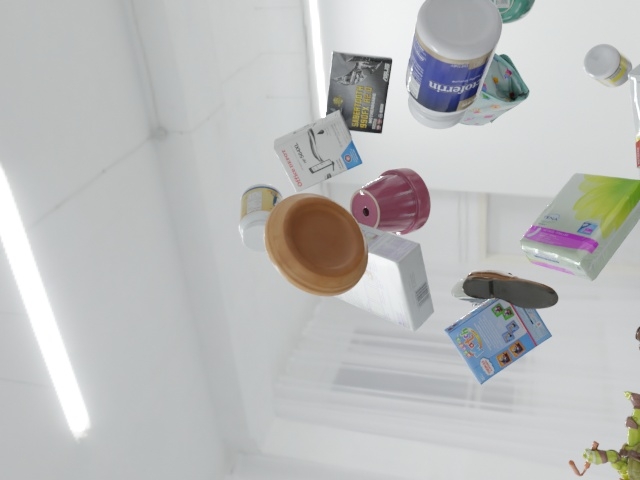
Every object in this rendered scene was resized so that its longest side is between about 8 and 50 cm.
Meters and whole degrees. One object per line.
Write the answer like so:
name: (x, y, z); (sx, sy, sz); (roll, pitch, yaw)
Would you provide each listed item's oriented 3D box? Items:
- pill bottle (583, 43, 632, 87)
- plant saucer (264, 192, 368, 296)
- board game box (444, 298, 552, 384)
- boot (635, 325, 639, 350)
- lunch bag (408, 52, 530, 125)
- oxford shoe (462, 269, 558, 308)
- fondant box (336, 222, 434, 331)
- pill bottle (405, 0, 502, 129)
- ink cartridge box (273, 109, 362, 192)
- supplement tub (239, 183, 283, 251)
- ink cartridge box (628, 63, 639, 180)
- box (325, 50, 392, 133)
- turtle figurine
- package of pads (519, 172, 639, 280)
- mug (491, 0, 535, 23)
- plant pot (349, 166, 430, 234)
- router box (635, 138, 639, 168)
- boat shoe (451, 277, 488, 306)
pill bottle: (0.979, -0.586, 2.349); (0.215, 0.117, 0.117); (1, -87, -52)
plant saucer: (0.000, 0.000, 1.214); (0.037, 0.200, 0.200); (-45, 23, 52)
board game box: (0.428, 0.223, 1.675); (0.160, 0.211, 0.039); (57, 178, -11)
boot: (0.915, 0.287, 1.877); (0.037, 0.114, 0.106); (-41, -55, -13)
lunch bag: (0.414, -0.421, 1.910); (0.223, 0.262, 0.160); (-32, 38, 67)
oxford shoe: (0.439, 0.101, 1.595); (0.076, 0.212, 0.076); (-54, -30, -50)
fondant box: (0.131, 0.080, 1.860); (0.096, 0.330, 0.238); (-40, -49, -30)
pill bottle: (0.243, -0.335, 1.326); (0.265, 0.153, 0.153); (89, -169, -67)
ink cartridge box: (-0.007, -0.241, 1.890); (0.148, 0.203, 0.086); (62, -170, -22)
supplement tub: (-0.192, -0.074, 2.281); (0.144, 0.144, 0.200); (76, -173, -45)
ink cartridge box: (1.073, -0.376, 2.062); (0.279, 0.160, 0.385); (-38, -56, -27)
box: (0.113, -0.450, 2.109); (0.056, 0.183, 0.231); (-89, 6, -67)
turtle figurine: (0.601, 0.410, 1.346); (0.269, 0.087, 0.217); (31, -110, -21)
package of pads: (0.703, -0.045, 1.863); (0.296, 0.229, 0.101); (-48, -61, -12)
mug: (0.488, -0.636, 1.791); (0.097, 0.129, 0.158); (-30, -14, -52)
plant pot: (0.195, -0.105, 2.052); (0.180, 0.201, 0.201); (-16, -68, -37)
router box: (1.039, -0.243, 1.759); (0.301, 0.335, 0.082); (131, 149, -66)
boat shoe: (0.559, 0.186, 2.505); (0.095, 0.079, 0.254); (-60, 14, -14)
